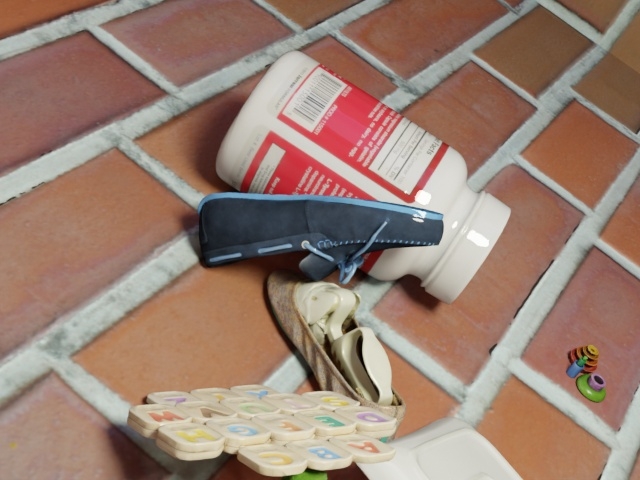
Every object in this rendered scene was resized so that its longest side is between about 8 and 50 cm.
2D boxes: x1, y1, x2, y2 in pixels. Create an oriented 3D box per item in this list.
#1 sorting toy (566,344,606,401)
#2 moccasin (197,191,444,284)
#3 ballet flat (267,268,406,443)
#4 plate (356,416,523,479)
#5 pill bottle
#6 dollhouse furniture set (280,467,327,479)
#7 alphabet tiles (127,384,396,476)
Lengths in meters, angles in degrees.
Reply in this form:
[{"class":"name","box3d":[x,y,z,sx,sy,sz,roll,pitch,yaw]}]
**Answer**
[{"class":"sorting toy","box3d":[0.422,0.201,1.644,0.061,0.042,0.102,14,40,-23]},{"class":"moccasin","box3d":[0.000,0.000,1.421,0.342,0.116,0.138,3,-3,23]},{"class":"ballet flat","box3d":[0.028,0.130,1.388,0.108,0.106,0.316,-3,48,-37]},{"class":"plate","box3d":[0.200,0.329,1.270,0.278,0.045,0.277,49,23,22]},{"class":"pill bottle","box3d":[0.067,-0.086,1.568,0.408,0.229,0.229,33,36,2]},{"class":"dollhouse furniture set","box3d":[0.032,0.405,1.028,0.198,0.151,0.301,18,38,-18]},{"class":"alphabet tiles","box3d":[-0.062,0.201,1.174,0.284,0.021,0.278,1,8,-35]}]
